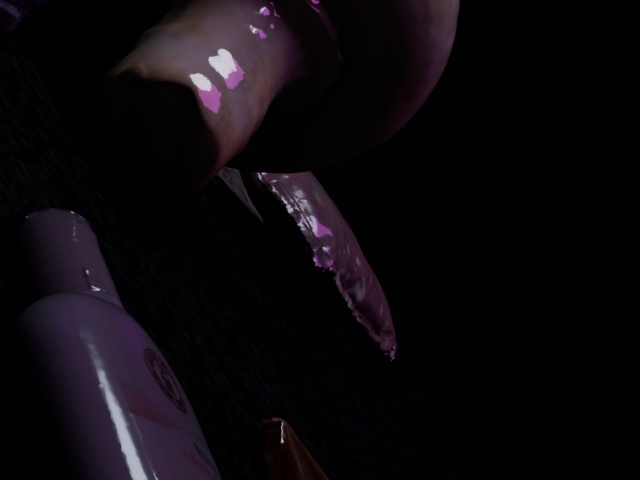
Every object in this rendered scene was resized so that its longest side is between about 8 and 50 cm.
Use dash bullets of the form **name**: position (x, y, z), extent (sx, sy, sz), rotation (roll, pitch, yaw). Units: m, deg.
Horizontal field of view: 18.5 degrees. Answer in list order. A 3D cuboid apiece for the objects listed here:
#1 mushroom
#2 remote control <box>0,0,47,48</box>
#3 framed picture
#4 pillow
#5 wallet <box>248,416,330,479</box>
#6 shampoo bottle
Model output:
- **mushroom**: position (-0.037, -0.123, 0.960), extent (0.206, 0.206, 0.209), rotation (56, 12, -2)
- **remote control**: position (-0.156, -0.092, 0.533), extent (0.090, 0.066, 0.266), rotation (43, 7, 15)
- **framed picture**: position (-0.080, -0.083, 1.247), extent (0.173, 0.010, 0.231), rotation (52, 8, -41)
- **pillow**: position (0.000, 0.000, 1.197), extent (0.118, 0.043, 0.185), rotation (58, 5, 26)
- **wallet**: position (0.012, 0.148, 0.690), extent (0.095, 0.026, 0.176), rotation (53, 11, -36)
- **shampoo bottle**: position (-0.058, 0.055, 0.566), extent (0.080, 0.040, 0.165), rotation (48, 12, -47)
